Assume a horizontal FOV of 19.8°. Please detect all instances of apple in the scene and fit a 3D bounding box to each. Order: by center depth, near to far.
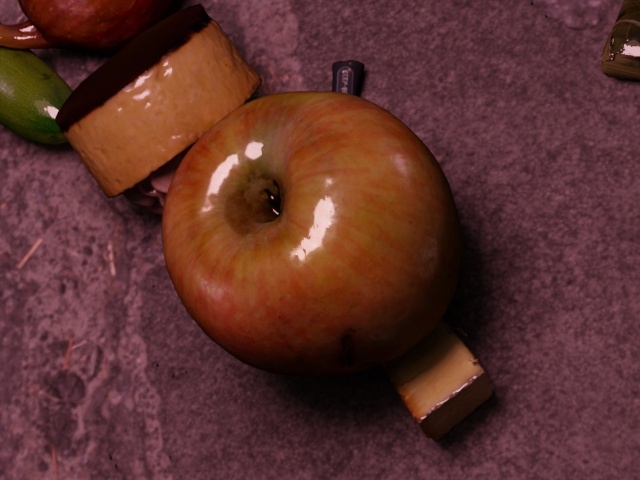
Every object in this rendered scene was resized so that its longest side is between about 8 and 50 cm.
[{"bbox_3d":[0.000,0.000,1.628,0.264,0.264,0.264,-7,65,16],"label":"apple"}]

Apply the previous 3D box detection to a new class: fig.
[{"bbox_3d":[-0.251,-0.253,1.878,0.207,0.175,0.175,-49,61,6],"label":"fig"}]

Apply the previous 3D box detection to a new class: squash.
[{"bbox_3d":[-0.343,-0.184,1.923,0.082,0.082,0.292,-46,59,-4],"label":"squash"}]

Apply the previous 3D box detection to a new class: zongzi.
[{"bbox_3d":[0.326,-0.195,1.719,0.104,0.052,0.113,16,60,17],"label":"zongzi"}]

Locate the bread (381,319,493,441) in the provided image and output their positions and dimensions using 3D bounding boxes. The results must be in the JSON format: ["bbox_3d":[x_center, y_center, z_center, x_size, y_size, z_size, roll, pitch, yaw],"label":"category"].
[{"bbox_3d":[0.098,0.110,1.641,0.084,0.080,0.109,-35,63,-1],"label":"bread"}]

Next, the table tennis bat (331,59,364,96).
[{"bbox_3d":[0.015,-0.064,1.781,0.150,0.027,0.236,0,70,19],"label":"table tennis bat"}]

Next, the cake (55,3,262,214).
[{"bbox_3d":[-0.133,-0.106,1.783,0.185,0.178,0.208,-32,22,19],"label":"cake"}]
